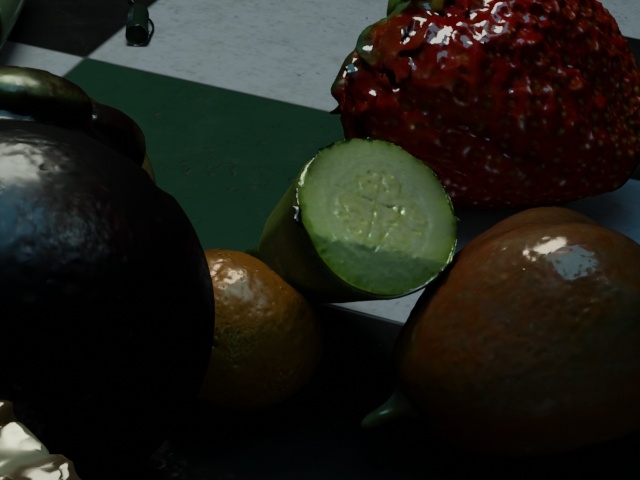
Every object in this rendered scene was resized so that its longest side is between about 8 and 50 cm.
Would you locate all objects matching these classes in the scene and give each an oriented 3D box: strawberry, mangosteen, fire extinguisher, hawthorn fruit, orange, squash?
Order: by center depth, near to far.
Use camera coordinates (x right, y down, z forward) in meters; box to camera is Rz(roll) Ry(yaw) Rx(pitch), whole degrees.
[{"bbox_3d":[-0.209,0.036,1.180,0.297,0.297,0.313,12,42,14],"label":"mangosteen"},{"bbox_3d":[0.141,0.082,1.274,0.251,0.199,0.199,-22,36,-10],"label":"hawthorn fruit"},{"bbox_3d":[-0.066,0.071,1.304,0.135,0.117,0.135,43,4,-4],"label":"orange"},{"bbox_3d":[0.014,-0.008,1.369,0.137,0.137,0.287,-4,-5,-14],"label":"squash"},{"bbox_3d":[0.170,-0.134,1.589,0.288,0.250,0.238,33,26,-2],"label":"strawberry"},{"bbox_3d":[-0.203,-0.245,1.923,0.038,0.025,0.083,36,22,-23],"label":"fire extinguisher"}]

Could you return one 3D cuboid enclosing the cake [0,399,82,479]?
[{"bbox_3d":[-0.258,0.204,0.838,0.282,0.255,0.290,-20,42,-37],"label":"cake"}]

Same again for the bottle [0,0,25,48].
[{"bbox_3d":[-0.394,-0.253,1.781,0.168,0.168,0.347,3,35,-2],"label":"bottle"}]

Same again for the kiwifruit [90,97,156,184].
[{"bbox_3d":[-0.253,-0.042,1.408,0.234,0.196,0.196,19,33,29],"label":"kiwifruit"}]
